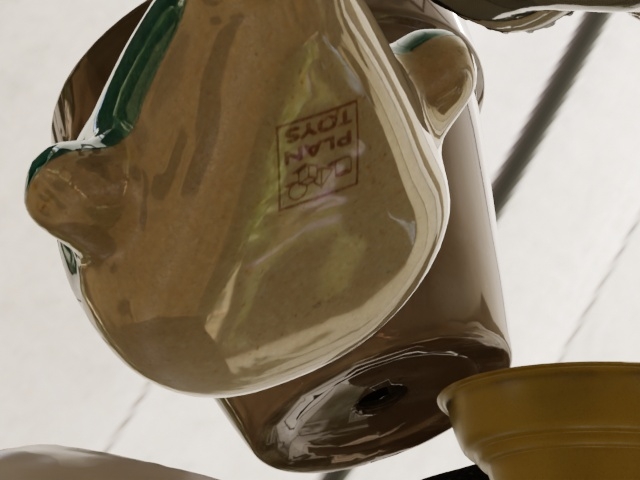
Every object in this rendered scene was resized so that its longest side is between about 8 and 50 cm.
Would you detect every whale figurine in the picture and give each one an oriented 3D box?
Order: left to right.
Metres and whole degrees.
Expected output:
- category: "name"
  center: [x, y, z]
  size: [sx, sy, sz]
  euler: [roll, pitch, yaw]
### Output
- category: "whale figurine"
  center: [-0.037, -0.062, 0.773]
  size: [0.141, 0.216, 0.272]
  euler: [48, -30, 41]

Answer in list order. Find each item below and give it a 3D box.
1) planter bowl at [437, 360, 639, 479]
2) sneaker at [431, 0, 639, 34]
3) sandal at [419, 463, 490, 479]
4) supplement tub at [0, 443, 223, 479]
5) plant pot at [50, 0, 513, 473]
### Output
- category: "planter bowl"
  center: [0.175, 0.140, 1.045]
  size: [0.217, 0.090, 0.217]
  euler: [3, -19, 1]
- category: "sneaker"
  center: [0.136, -0.178, 1.051]
  size: [0.108, 0.100, 0.271]
  euler: [13, 0, -37]
- category: "sandal"
  center: [0.150, 0.184, 1.309]
  size: [0.179, 0.067, 0.040]
  euler: [-14, -39, 7]
- category: "supplement tub"
  center: [-0.100, 0.241, 0.761]
  size: [0.191, 0.272, 0.191]
  euler: [12, -21, 5]
- category: "plant pot"
  center: [0.000, 0.000, 1.268]
  size: [0.323, 0.323, 0.280]
  euler: [107, -34, -56]
